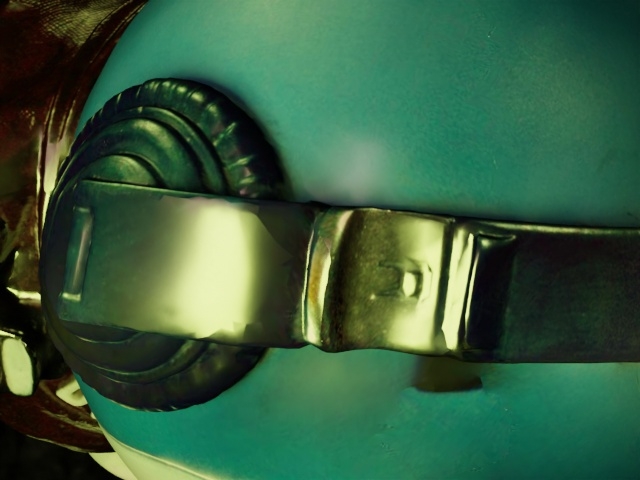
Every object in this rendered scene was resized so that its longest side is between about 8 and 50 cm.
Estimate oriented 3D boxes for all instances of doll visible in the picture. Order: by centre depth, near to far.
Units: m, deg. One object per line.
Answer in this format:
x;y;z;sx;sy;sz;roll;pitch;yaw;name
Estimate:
0.000;0.000;0.647;0.310;0.284;0.240;13;98;42;doll
